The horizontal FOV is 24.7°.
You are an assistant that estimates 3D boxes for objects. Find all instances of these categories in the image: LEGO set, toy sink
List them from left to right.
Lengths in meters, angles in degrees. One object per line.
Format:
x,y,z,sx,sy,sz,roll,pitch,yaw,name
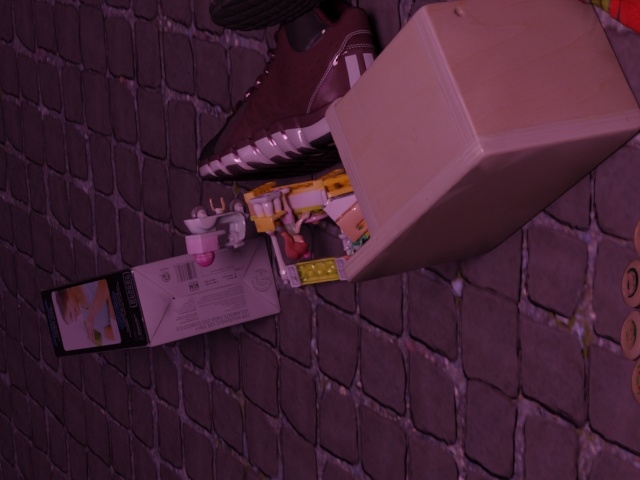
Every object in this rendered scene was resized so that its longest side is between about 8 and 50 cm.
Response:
0.000,0.000,1.373,0.287,0.132,0.107,-1,107,53,LEGO set
0.105,-0.081,1.128,0.234,0.152,0.131,-47,60,56,toy sink

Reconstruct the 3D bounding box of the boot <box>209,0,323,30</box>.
-0.017,-0.307,1.280,0.246,0.083,0.161,-36,63,24,boot

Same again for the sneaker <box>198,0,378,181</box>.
-0.028,-0.152,1.400,0.281,0.106,0.163,-15,80,50,sneaker

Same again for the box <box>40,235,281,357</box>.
-0.188,0.068,1.663,0.290,0.169,0.087,-12,92,59,box

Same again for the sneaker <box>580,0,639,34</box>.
0.195,-0.181,0.974,0.279,0.118,0.107,44,136,45,sneaker

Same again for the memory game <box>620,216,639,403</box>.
0.251,0.038,0.994,0.186,0.012,0.186,-172,90,-73,memory game
